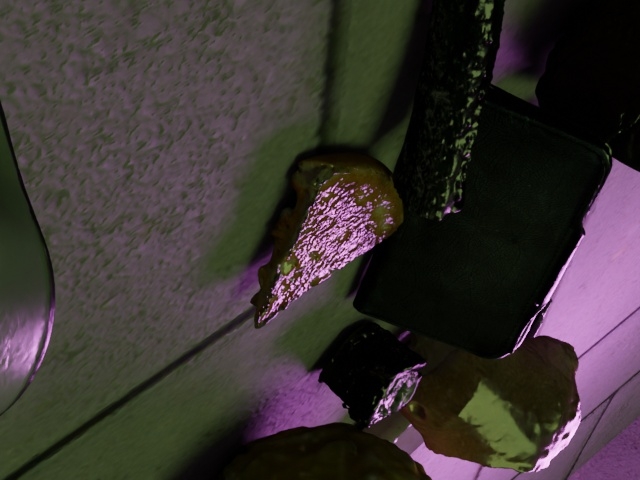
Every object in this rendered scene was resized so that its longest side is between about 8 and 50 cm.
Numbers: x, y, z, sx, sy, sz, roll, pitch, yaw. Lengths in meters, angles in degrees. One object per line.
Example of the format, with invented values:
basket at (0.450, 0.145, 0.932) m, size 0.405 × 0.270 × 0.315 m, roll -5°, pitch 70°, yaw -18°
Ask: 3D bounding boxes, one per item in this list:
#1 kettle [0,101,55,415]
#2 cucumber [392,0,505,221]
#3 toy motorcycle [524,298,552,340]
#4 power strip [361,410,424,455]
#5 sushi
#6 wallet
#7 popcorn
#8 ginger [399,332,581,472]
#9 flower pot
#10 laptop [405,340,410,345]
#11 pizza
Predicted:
kettle at (-0.234, 0.000, 0.559) m, size 0.255 × 0.165 × 0.240 m, roll 4°, pitch 100°, yaw -62°
cucumber at (0.105, -0.129, 1.005) m, size 0.067 × 0.067 × 0.245 m, roll -28°, pitch 143°, yaw -36°
toy motorcycle at (0.240, 0.135, 1.666) m, size 0.122 × 0.082 × 0.213 m, roll -30°, pitch 157°, yaw -34°
power strip at (0.075, 0.266, 1.665) m, size 0.270 × 0.046 × 0.118 m, roll -47°, pitch 155°, yaw 18°
sushi at (0.057, 0.140, 1.383) m, size 0.098 × 0.084 × 0.094 m, roll -18°, pitch 142°, yaw -56°
wallet at (0.143, -0.010, 1.178) m, size 0.318 × 0.173 × 0.045 m, roll 106°, pitch 8°, yaw -49°
popcorn at (0.008, 0.321, 1.364) m, size 0.282 × 0.282 × 0.247 m, roll -37°, pitch 116°, yaw -20°
ginger at (0.201, 0.157, 1.518) m, size 0.276 × 0.130 × 0.221 m, roll -5°, pitch 105°, yaw -34°
flower pot at (0.361, -0.187, 1.141) m, size 0.267 × 0.267 × 0.267 m, roll -4°, pitch 124°, yaw -58°
laptop at (0.163, 0.114, 1.612) m, size 0.197 × 0.016 × 0.135 m, roll -37°, pitch 158°, yaw -18°
pizza at (0.000, 0.000, 1.099) m, size 0.176 × 0.036 × 0.185 m, roll -54°, pitch 154°, yaw 18°
